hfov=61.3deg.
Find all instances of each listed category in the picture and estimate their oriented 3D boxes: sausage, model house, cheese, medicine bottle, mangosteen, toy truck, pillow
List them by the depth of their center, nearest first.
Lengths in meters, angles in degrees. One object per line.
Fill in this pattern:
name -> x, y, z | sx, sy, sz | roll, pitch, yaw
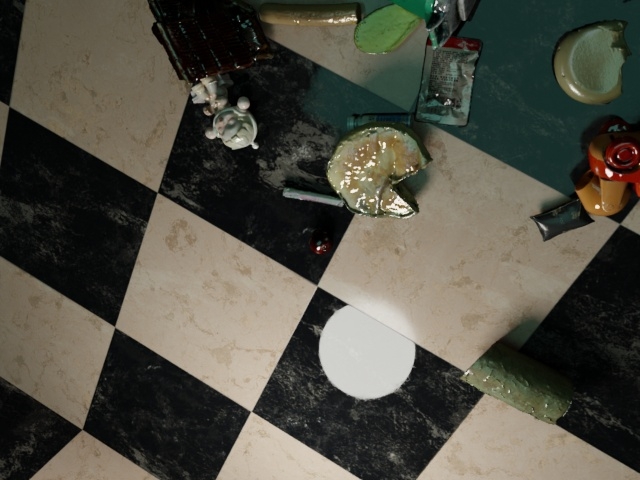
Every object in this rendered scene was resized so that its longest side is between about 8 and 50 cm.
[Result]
cheese -> 0.683, -0.435, 1.353 | 0.175, 0.091, 0.202 | -13, 107, 23
toy truck -> 0.797, -0.172, 1.370 | 0.265, 0.189, 0.239 | 4, 122, 17
model house -> -0.343, -0.603, 1.518 | 0.297, 0.282, 0.317 | -12, 109, 31
pillow -> 0.680, -0.060, 1.524 | 0.150, 0.048, 0.090 | -27, 91, 30
sausage -> -0.033, -0.644, 1.536 | 0.301, 0.066, 0.065 | 7, 112, 18
medicine bottle -> 0.175, -0.343, 1.587 | 0.191, 0.051, 0.051 | 4, 112, 17
mangosteen -> 0.001, 0.002, 1.768 | 0.081, 0.081, 0.080 | 7, 112, 17

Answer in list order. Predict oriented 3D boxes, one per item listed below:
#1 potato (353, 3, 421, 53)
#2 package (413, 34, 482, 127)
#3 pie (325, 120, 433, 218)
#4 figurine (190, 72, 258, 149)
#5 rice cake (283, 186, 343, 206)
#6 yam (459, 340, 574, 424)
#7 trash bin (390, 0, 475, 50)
potato -> 0.189, -0.583, 1.489 | 0.198, 0.054, 0.119 | -29, 94, 21
package -> 0.352, -0.440, 1.498 | 0.154, 0.030, 0.239 | 12, 114, 15
pie -> 0.170, -0.203, 1.604 | 0.338, 0.075, 0.337 | 13, 125, 20
figurine -> -0.293, -0.387, 1.694 | 0.182, 0.144, 0.256 | -29, 97, 6
rice cake -> -0.022, -0.140, 1.744 | 0.208, 0.033, 0.033 | 12, 104, 13
yam -> 0.604, 0.429, 1.675 | 0.304, 0.168, 0.168 | 27, 117, 9
trash bin -> 0.207, -0.684, 1.322 | 0.381, 0.259, 0.295 | 29, 102, 14
